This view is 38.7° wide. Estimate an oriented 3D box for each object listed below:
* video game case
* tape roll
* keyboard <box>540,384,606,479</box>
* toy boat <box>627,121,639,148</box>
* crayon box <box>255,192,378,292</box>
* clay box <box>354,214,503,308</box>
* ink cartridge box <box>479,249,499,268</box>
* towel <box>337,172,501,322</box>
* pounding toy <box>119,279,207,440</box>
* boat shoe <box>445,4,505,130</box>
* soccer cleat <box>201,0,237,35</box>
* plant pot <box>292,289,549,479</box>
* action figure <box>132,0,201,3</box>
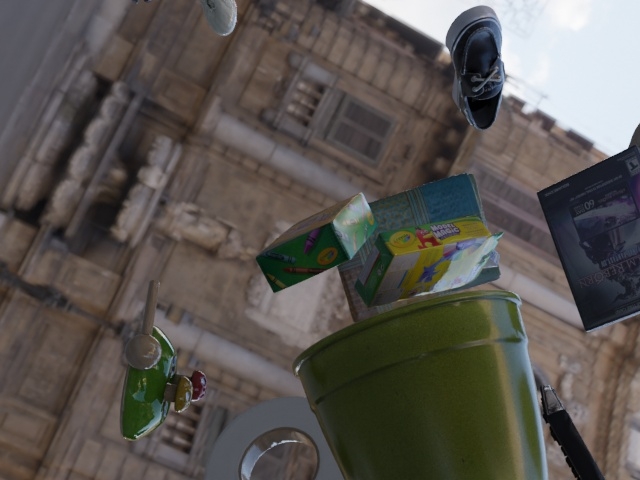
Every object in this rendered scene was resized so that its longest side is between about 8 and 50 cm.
[{"bbox_3d":[0.503,-0.003,1.565,0.196,0.026,0.274,-28,-118,30],"label":"video game case"},{"bbox_3d":[-0.094,0.568,2.238,0.072,0.392,0.392,68,31,-48],"label":"tape roll"},{"bbox_3d":[0.321,0.315,0.968,0.033,0.317,0.201,-30,-178,8],"label":"keyboard"},{"bbox_3d":[0.678,-0.159,1.767,0.151,0.151,0.231,-37,145,-49],"label":"toy boat"},{"bbox_3d":[0.000,0.000,1.765,0.165,0.081,0.278,-25,-173,19],"label":"crayon box"},{"bbox_3d":[0.173,0.030,1.434,0.053,0.222,0.127,57,-38,32],"label":"clay box"},{"bbox_3d":[0.282,0.012,1.712,0.063,0.115,0.029,-10,-131,40],"label":"ink cartridge box"},{"bbox_3d":[0.216,0.016,2.126,0.040,0.370,0.271,-138,-149,-78],"label":"towel"},{"bbox_3d":[-0.234,0.207,1.412,0.183,0.110,0.236,-81,180,-55],"label":"pounding toy"},{"bbox_3d":[0.301,-0.315,1.718,0.301,0.108,0.102,79,-9,-62],"label":"boat shoe"},{"bbox_3d":[-0.204,-0.476,1.682,0.076,0.068,0.196,-11,91,-67],"label":"soccer cleat"},{"bbox_3d":[0.180,0.306,1.344,0.366,0.367,0.352,-45,-124,52],"label":"plant pot"},{"bbox_3d":[-0.297,-0.537,1.778,0.185,0.285,0.099,-46,-144,49],"label":"action figure"}]
